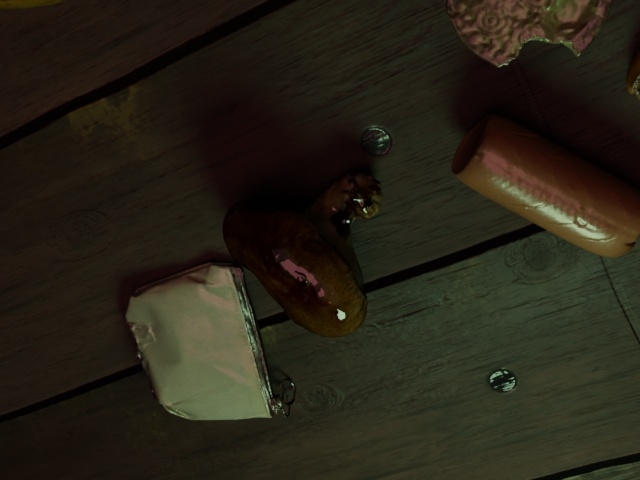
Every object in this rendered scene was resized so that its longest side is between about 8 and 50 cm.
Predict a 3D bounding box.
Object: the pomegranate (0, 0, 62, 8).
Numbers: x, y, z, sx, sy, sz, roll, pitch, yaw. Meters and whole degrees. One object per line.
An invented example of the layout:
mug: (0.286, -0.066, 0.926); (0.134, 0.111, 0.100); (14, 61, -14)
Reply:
pomegranate: (-0.411, -0.498, 1.214); (0.416, 0.417, 0.417); (6, 120, 10)

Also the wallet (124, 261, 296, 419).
wallet: (-0.212, 0.199, 1.734); (0.274, 0.068, 0.335); (-10, 109, 14)

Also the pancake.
pancake: (0.290, -0.348, 1.304); (0.235, 0.029, 0.212); (1, 105, 17)

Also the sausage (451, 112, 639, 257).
sausage: (0.352, -0.078, 1.412); (0.304, 0.121, 0.121); (27, 121, -5)

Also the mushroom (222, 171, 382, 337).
mushroom: (-0.014, 0.035, 1.528); (0.254, 0.267, 0.267); (-17, 119, -16)

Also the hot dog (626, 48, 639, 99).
hot dog: (0.493, -0.250, 1.317); (0.090, 0.060, 0.140); (40, 116, -16)
